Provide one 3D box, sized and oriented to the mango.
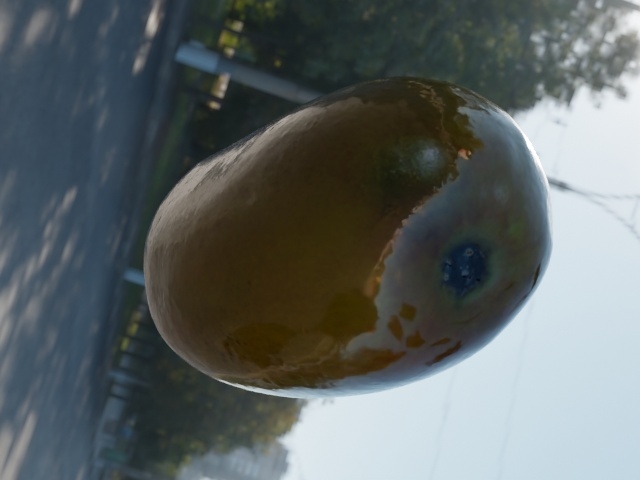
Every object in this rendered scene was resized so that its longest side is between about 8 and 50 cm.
[{"bbox_3d":[0.000,0.000,0.817,0.317,0.173,0.211,-6,-136,48],"label":"mango"}]
